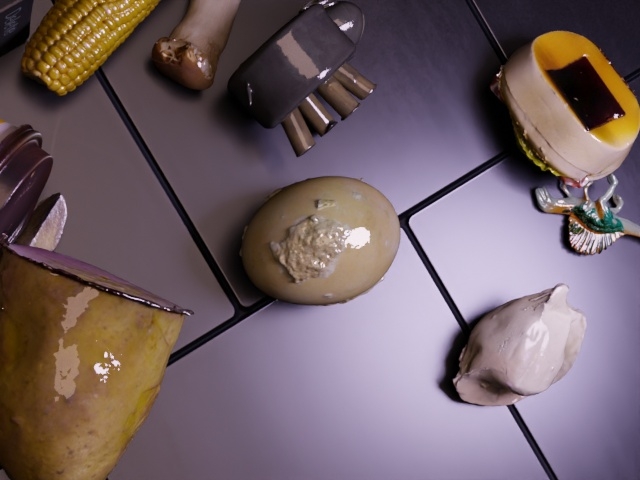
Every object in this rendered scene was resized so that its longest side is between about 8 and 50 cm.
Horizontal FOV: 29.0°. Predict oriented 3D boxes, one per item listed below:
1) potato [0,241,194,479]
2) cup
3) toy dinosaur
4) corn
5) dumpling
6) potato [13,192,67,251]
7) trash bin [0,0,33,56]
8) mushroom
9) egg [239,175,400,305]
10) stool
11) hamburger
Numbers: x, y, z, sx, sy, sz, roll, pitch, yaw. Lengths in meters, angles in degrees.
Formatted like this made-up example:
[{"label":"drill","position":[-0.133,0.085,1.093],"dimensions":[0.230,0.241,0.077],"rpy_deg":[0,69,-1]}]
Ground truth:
[{"label":"potato","position":[-0.282,0.160,1.382],"dimensions":[0.229,0.229,0.266],"rpy_deg":[18,88,-14]},{"label":"cup","position":[-0.450,-0.095,1.379],"dimensions":[0.280,0.196,0.196],"rpy_deg":[33,75,-2]},{"label":"toy dinosaur","position":[0.381,-0.023,1.691],"dimensions":[0.106,0.044,0.187],"rpy_deg":[-43,102,-12]},{"label":"corn","position":[-0.251,-0.306,1.505],"dimensions":[0.106,0.106,0.305],"rpy_deg":[41,76,-8]},{"label":"dumpling","position":[0.266,0.144,1.599],"dimensions":[0.136,0.118,0.199],"rpy_deg":[39,101,-23]},{"label":"potato","position":[-0.332,-0.011,1.478],"dimensions":[0.036,0.037,0.093],"rpy_deg":[51,49,-35]},{"label":"trash bin","position":[-0.441,-0.321,1.419],"dimensions":[0.115,0.165,0.225],"rpy_deg":[-34,91,-17]},{"label":"mushroom","position":[-0.143,-0.291,1.555],"dimensions":[0.084,0.071,0.209],"rpy_deg":[14,73,18]},{"label":"egg","position":[0.001,0.003,1.510],"dimensions":[0.201,0.164,0.164],"rpy_deg":[-15,87,-18]},{"label":"stool","position":[-0.005,-0.214,1.538],"dimensions":[0.228,0.153,0.139],"rpy_deg":[-44,96,-17]},{"label":"hamburger","position":[0.329,-0.178,1.657],"dimensions":[0.173,0.116,0.210],"rpy_deg":[-31,80,-30]}]
